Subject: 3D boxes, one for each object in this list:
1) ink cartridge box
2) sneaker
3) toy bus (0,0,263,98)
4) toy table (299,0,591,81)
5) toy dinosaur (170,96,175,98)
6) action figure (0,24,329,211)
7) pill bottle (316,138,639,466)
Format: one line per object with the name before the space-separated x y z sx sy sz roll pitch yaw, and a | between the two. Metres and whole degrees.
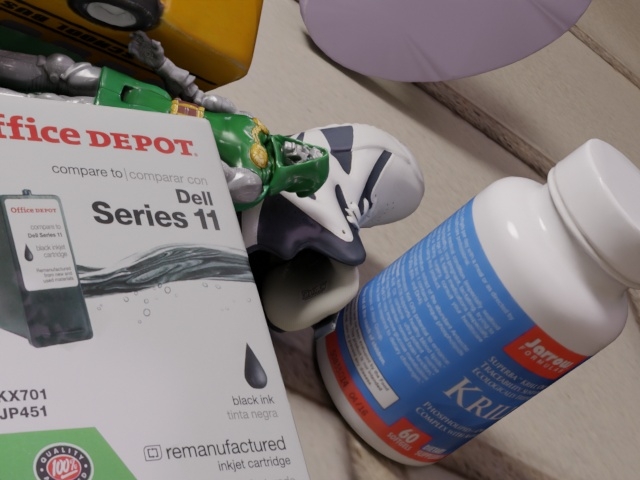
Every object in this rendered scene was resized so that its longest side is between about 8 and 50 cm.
ink cartridge box | -0.105 0.045 0.528 0.153 0.087 0.208 2 60 -38
sneaker | 0.000 0.000 0.786 0.235 0.094 0.153 13 46 -48
toy bus | -0.181 -0.190 0.680 0.332 0.130 0.108 19 74 -35
toy table | 0.106 -0.267 1.142 0.274 0.252 0.161 1 36 -15
toy dinosaur | -0.162 -0.177 0.804 0.211 0.064 0.112 33 33 -27
action figure | -0.104 -0.068 0.672 0.232 0.063 0.137 16 41 -16
pill bottle | 0.112 0.038 0.761 0.124 0.221 0.124 35 31 -25
